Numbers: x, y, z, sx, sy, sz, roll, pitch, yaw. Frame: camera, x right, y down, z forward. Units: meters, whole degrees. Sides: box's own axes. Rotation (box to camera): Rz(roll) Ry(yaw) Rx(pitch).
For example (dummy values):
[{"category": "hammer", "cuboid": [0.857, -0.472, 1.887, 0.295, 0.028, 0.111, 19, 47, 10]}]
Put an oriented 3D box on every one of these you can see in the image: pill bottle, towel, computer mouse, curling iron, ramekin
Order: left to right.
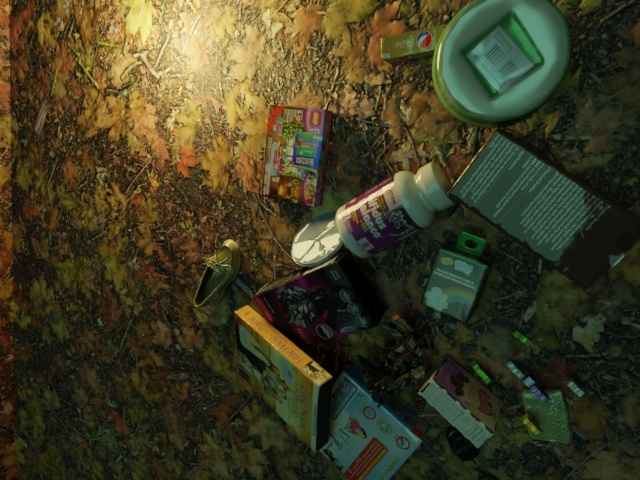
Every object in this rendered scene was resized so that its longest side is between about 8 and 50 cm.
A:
[{"category": "pill bottle", "cuboid": [0.203, -0.084, 1.215, 0.302, 0.169, 0.169, -30, 84, 30]}, {"category": "computer mouse", "cuboid": [0.448, 0.636, 1.290, 0.071, 0.041, 0.242, -36, 86, 12]}, {"category": "curling iron", "cuboid": [0.409, -0.166, 1.162, 0.068, 0.035, 0.274, 42, 116, 16]}, {"category": "ramekin", "cuboid": [0.406, -0.410, 1.018, 0.304, 0.148, 0.303, 4, 106, 15]}, {"category": "towel", "cuboid": [0.595, 0.460, 1.178, 0.110, 0.027, 0.148, -10, 94, 29]}]

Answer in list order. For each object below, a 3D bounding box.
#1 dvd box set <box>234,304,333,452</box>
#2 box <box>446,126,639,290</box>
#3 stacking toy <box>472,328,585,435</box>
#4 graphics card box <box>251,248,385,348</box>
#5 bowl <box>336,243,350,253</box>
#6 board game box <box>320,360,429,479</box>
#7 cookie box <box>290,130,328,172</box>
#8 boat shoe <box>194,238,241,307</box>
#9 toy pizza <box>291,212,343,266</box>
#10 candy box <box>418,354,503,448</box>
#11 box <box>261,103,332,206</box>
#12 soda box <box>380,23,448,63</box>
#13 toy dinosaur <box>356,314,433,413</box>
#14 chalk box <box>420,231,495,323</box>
[{"category": "dvd box set", "cuboid": [-0.130, 0.437, 1.444, 0.420, 0.062, 0.307, 31, 132, 37]}, {"category": "box", "cuboid": [0.515, -0.083, 1.042, 0.381, 0.143, 0.191, 39, 114, 13]}, {"category": "stacking toy", "cuboid": [0.534, 0.363, 1.157, 0.221, 0.052, 0.167, 46, 109, 22]}, {"category": "graphics card box", "cuboid": [-0.013, 0.195, 1.381, 0.371, 0.094, 0.232, -24, 102, 34]}, {"category": "bowl", "cuboid": [0.038, 0.071, 1.399, 0.142, 0.053, 0.142, -9, 94, 29]}, {"category": "board game box", "cuboid": [0.132, 0.601, 1.423, 0.302, 0.086, 0.308, 38, 115, 17]}, {"category": "cookie box", "cuboid": [-0.033, -0.261, 1.320, 0.092, 0.040, 0.107, 16, 107, 21]}, {"category": "boat shoe", "cuboid": [-0.371, 0.127, 1.612, 0.105, 0.089, 0.285, 33, 113, 20]}, {"category": "toy pizza", "cuboid": [0.000, 0.000, 1.359, 0.201, 0.201, 0.032, -15, 135, 30]}, {"category": "candy box", "cuboid": [0.382, 0.426, 1.209, 0.196, 0.165, 0.070, 40, 117, 16]}, {"category": "box", "cuboid": [-0.078, -0.267, 1.399, 0.201, 0.057, 0.293, 13, 105, 25]}, {"category": "soda box", "cuboid": [0.254, -0.512, 1.171, 0.181, 0.061, 0.058, 2, 100, 29]}, {"category": "toy dinosaur", "cuboid": [0.234, 0.373, 1.286, 0.218, 0.164, 0.321, -23, 88, 1]}, {"category": "chalk box", "cuboid": [0.370, 0.083, 1.176, 0.132, 0.132, 0.213, 23, 108, 25]}]
